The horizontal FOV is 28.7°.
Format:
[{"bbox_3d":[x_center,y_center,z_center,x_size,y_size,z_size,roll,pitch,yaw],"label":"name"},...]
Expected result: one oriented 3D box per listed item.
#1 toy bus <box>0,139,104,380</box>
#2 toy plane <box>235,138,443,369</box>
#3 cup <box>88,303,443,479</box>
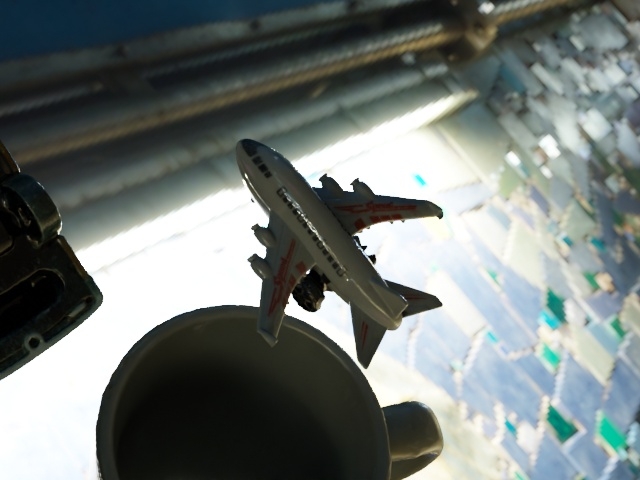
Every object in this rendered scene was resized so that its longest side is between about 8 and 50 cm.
[{"bbox_3d":[-0.294,-0.031,0.905,0.138,0.275,0.167,-37,13,-26],"label":"toy bus"},{"bbox_3d":[0.000,0.000,0.839,0.162,0.171,0.065,-37,-16,-29],"label":"toy plane"},{"bbox_3d":[-0.052,0.199,1.041,0.301,0.227,0.257,-8,-25,-22],"label":"cup"}]
